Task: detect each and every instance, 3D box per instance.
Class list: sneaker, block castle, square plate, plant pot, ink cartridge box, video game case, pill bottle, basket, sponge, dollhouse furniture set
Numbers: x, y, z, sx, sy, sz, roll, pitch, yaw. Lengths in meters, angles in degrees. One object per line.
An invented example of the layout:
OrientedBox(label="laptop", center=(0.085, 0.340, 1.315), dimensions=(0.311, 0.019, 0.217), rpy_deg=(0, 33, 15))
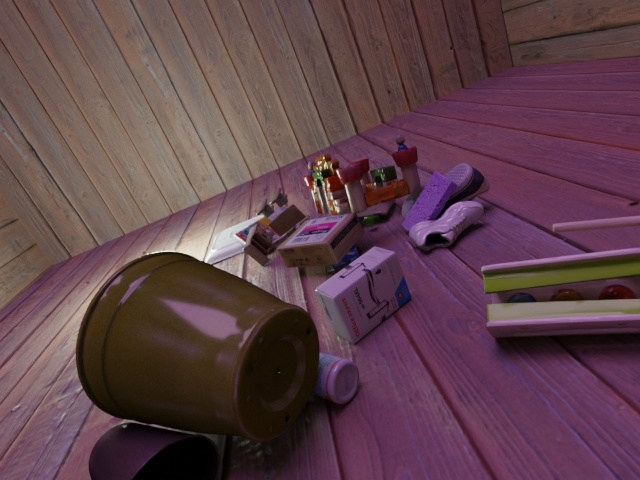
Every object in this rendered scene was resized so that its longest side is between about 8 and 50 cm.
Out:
OrientedBox(label="sneaker", center=(0.386, -0.031, 1.227), dimensions=(0.232, 0.090, 0.115), rpy_deg=(-30, 27, 9))
OrientedBox(label="block castle", center=(0.131, -0.240, 1.534), dimensions=(0.303, 0.212, 0.453), rpy_deg=(-19, 11, -16))
OrientedBox(label="square plate", center=(-0.387, -0.022, 2.010), dimensions=(0.344, 0.049, 0.347), rpy_deg=(-22, 22, 4))
OrientedBox(label="plant pot", center=(-0.205, 0.219, 0.820), dimensions=(0.353, 0.366, 0.366), rpy_deg=(5, 34, 34))
OrientedBox(label="ink cartridge box", center=(0.109, 0.132, 1.022), dimensions=(0.203, 0.148, 0.086), rpy_deg=(-34, 26, -23))
OrientedBox(label="ink cartridge box", center=(0.074, 0.021, 1.452), dimensions=(0.097, 0.046, 0.207), rpy_deg=(-22, 22, 6))
OrientedBox(label="video game case", center=(-0.217, -0.052, 1.859), dimensions=(0.285, 0.025, 0.204), rpy_deg=(-34, 43, -26))
OrientedBox(label="ink cartridge box", center=(0.000, 0.000, 1.399), dimensions=(0.235, 0.088, 0.193), rpy_deg=(-8, 29, 41))
OrientedBox(label="pill bottle", center=(-0.004, 0.280, 0.875), dimensions=(0.160, 0.087, 0.087), rpy_deg=(0, 32, 46))
OrientedBox(label="sneaker", center=(0.413, -0.134, 1.388), dimensions=(0.321, 0.128, 0.126), rpy_deg=(-31, 43, 55))
OrientedBox(label="basket", center=(-0.331, 0.433, 0.777), dimensions=(0.227, 0.154, 0.204), rpy_deg=(-5, 28, 46))
OrientedBox(label="sponge", center=(0.343, -0.109, 1.319), dimensions=(0.210, 0.031, 0.117), rpy_deg=(-61, 22, 18))
OrientedBox(label="dollhouse furniture set", center=(-0.172, -0.039, 1.628), dimensions=(0.242, 0.212, 0.161), rpy_deg=(-36, 25, 23))

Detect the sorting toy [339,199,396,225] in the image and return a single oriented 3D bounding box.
OrientedBox(label="sorting toy", center=(0.190, -0.116, 1.645), dimensions=(0.196, 0.047, 0.347), rpy_deg=(-7, 22, 27))

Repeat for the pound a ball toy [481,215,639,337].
OrientedBox(label="pound a ball toy", center=(0.477, 0.069, 0.769), dimensions=(0.319, 0.136, 0.208), rpy_deg=(-11, 61, 30))
